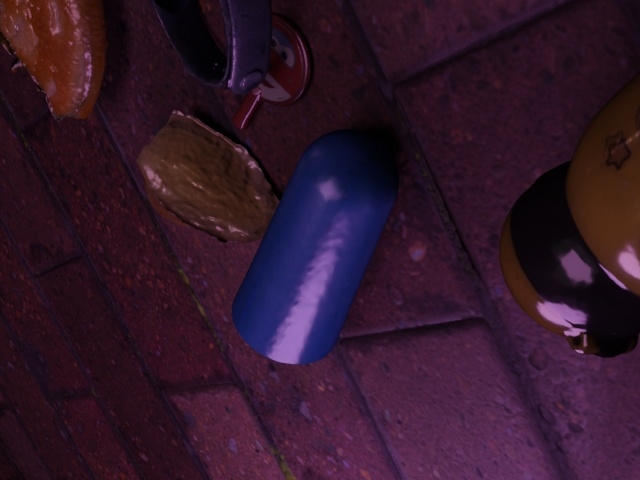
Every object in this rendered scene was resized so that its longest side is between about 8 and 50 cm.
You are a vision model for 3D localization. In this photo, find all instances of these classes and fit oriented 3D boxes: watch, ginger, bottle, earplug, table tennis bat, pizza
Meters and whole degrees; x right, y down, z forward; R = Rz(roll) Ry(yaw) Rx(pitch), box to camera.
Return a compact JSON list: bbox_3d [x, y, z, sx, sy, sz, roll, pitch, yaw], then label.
[{"bbox_3d":[-0.119,-0.263,0.790,0.193,0.068,0.206,50,152,19],"label":"watch"},{"bbox_3d":[-0.136,-0.051,0.964,0.193,0.115,0.122,37,157,11],"label":"ginger"},{"bbox_3d":[0.258,-0.046,0.515,0.171,0.171,0.351,52,139,6],"label":"bottle"},{"bbox_3d":[0.000,0.000,0.831,0.132,0.132,0.273,40,133,18],"label":"earplug"},{"bbox_3d":[-0.060,-0.180,0.856,0.098,0.019,0.154,49,136,10],"label":"table tennis bat"},{"bbox_3d":[-0.360,-0.305,1.013,0.229,0.081,0.289,19,126,28],"label":"pizza"}]
